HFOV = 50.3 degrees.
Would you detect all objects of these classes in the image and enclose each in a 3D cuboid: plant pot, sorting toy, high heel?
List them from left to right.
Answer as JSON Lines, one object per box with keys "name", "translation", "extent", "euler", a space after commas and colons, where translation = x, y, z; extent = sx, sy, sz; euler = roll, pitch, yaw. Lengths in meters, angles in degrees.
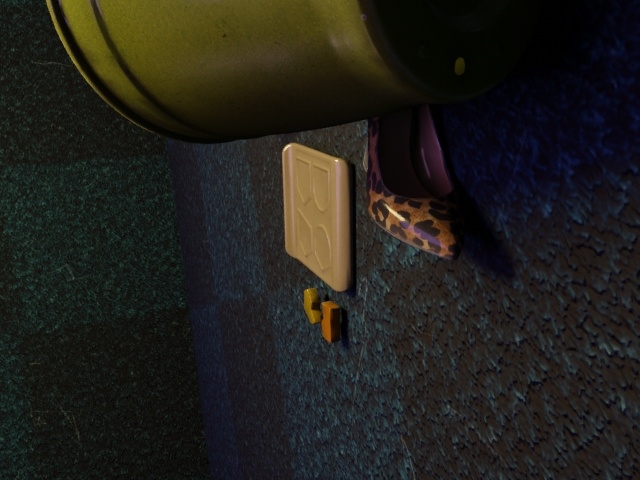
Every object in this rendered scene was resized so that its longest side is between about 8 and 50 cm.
{"name": "plant pot", "translation": [-0.004, -0.254, 0.609], "extent": [0.353, 0.366, 0.367], "euler": [16, 113, 46]}
{"name": "sorting toy", "translation": [0.000, 0.000, 1.145], "extent": [0.229, 0.041, 0.307], "euler": [-150, 56, -61]}
{"name": "high heel", "translation": [0.101, -0.112, 0.731], "extent": [0.261, 0.093, 0.186], "euler": [-115, 25, -52]}
